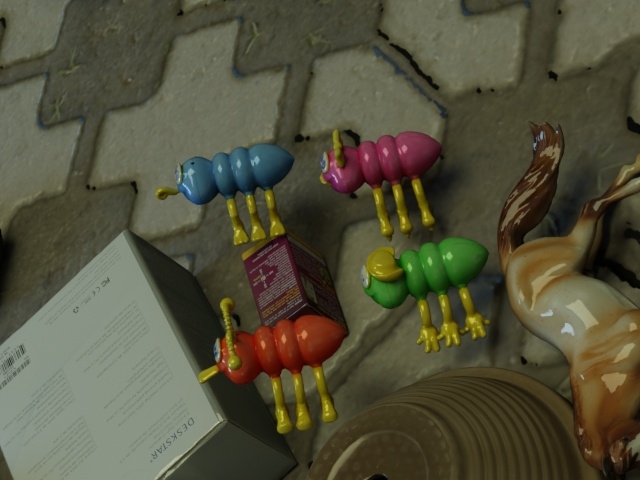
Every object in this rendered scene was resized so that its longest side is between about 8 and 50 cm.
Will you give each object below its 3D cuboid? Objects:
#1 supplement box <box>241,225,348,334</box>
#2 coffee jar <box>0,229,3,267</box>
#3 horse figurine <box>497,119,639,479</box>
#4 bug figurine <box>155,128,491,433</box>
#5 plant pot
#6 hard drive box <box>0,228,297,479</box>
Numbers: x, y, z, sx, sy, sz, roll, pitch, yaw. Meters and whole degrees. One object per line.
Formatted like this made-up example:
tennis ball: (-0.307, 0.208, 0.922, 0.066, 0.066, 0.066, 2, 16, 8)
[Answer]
supplement box: (-0.020, 0.040, 1.422, 0.043, 0.055, 0.083, -35, 45, 18)
coffee jar: (-0.371, 0.030, 1.708, 0.184, 0.079, 0.096, -12, 56, 34)
horse figurine: (0.191, 0.031, 1.244, 0.174, 0.066, 0.263, -42, 46, 3)
bug figurine: (0.000, 0.000, 1.353, 0.216, 0.072, 0.279, -15, 43, -2)
plant pot: (0.066, 0.178, 1.222, 0.237, 0.110, 0.237, -21, 52, 28)
hard drive box: (-0.148, 0.135, 1.445, 0.181, 0.089, 0.232, -43, 44, 11)
